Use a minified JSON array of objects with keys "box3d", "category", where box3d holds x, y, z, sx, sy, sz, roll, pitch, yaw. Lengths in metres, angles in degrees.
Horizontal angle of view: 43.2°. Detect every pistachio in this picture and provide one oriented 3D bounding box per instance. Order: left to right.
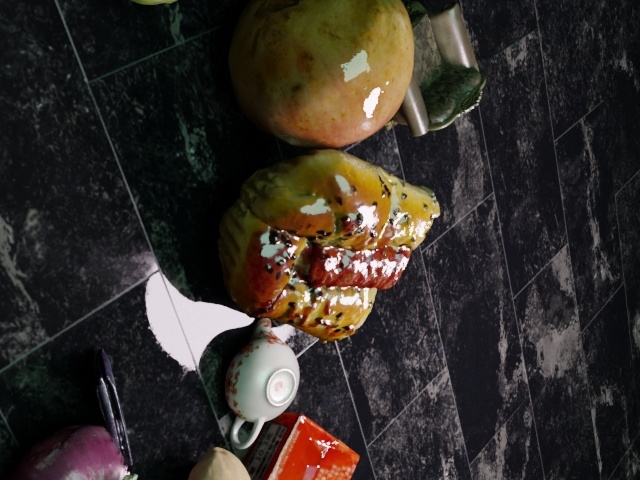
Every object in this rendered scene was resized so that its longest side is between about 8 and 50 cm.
[{"box3d":[-0.173,0.478,1.413,0.157,0.157,0.229,36,28,-44],"category":"pistachio"}]

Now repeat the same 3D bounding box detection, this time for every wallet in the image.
[{"box3d":[-0.333,0.266,1.284,0.030,0.111,0.166,-14,110,-16],"category":"wallet"}]

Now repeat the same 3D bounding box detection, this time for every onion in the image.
[{"box3d":[-0.379,0.394,1.213,0.200,0.200,0.207,-36,149,-37],"category":"onion"}]

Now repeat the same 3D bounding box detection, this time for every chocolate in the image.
[{"box3d":[-0.058,0.481,1.608,0.235,0.108,0.237,44,67,-42],"category":"chocolate"}]

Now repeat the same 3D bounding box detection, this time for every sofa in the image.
[{"box3d":[0.228,-0.369,1.704,0.258,0.182,0.200,-47,127,-30],"category":"sofa"}]

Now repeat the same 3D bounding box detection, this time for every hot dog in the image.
[{"box3d":[0.000,0.000,1.463,0.365,0.196,0.367,26,106,-43],"category":"hot dog"}]

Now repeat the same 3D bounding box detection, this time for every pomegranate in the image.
[{"box3d":[0.010,-0.304,1.398,0.338,0.338,0.338,-10,104,-45],"category":"pomegranate"}]

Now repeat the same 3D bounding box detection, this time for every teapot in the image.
[{"box3d":[-0.113,0.277,1.527,0.159,0.116,0.245,36,77,-55],"category":"teapot"}]

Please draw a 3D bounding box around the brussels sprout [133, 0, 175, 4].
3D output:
[{"box3d":[-0.242,-0.468,1.184,0.244,0.244,0.244,-10,104,-45],"category":"brussels sprout"}]
